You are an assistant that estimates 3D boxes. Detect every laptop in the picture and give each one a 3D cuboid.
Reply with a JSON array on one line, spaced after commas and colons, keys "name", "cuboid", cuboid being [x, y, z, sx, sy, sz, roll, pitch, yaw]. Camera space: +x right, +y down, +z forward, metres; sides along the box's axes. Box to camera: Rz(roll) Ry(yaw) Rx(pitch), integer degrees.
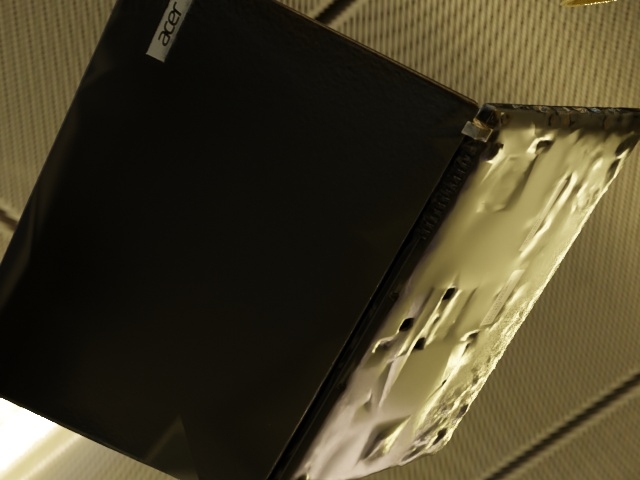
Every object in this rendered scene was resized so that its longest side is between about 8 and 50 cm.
[{"name": "laptop", "cuboid": [0.000, 0.000, 0.697, 0.136, 0.264, 0.234, 41, -64, 27]}]

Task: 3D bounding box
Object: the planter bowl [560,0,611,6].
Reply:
[{"name": "planter bowl", "cuboid": [0.249, -0.215, 0.895, 0.217, 0.217, 0.090, -13, -87, 9]}]
